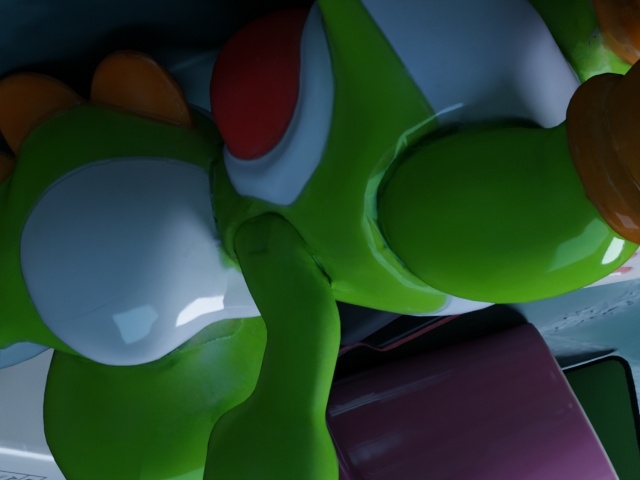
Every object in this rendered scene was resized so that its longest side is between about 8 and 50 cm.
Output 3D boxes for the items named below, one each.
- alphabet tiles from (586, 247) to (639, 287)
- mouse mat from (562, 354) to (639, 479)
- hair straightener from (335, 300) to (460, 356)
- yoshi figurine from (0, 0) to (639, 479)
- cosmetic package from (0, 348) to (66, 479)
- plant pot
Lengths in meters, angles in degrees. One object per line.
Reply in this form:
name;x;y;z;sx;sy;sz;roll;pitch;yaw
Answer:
alphabet tiles;0.259;-0.024;1.000;0.278;0.021;0.284;-9;159;-3
mouse mat;0.111;0.159;1.217;0.189;0.153;0.007;-19;144;22
hair straightener;-0.013;0.036;1.008;0.230;0.047;0.089;-23;156;40
yoshi figurine;0.015;0.015;0.755;0.362;0.203;0.203;-16;167;27
cosmetic package;-0.257;0.048;0.813;0.160;0.113;0.309;-24;156;31
plant pot;0.069;0.144;1.129;0.180;0.201;0.201;-28;158;1
